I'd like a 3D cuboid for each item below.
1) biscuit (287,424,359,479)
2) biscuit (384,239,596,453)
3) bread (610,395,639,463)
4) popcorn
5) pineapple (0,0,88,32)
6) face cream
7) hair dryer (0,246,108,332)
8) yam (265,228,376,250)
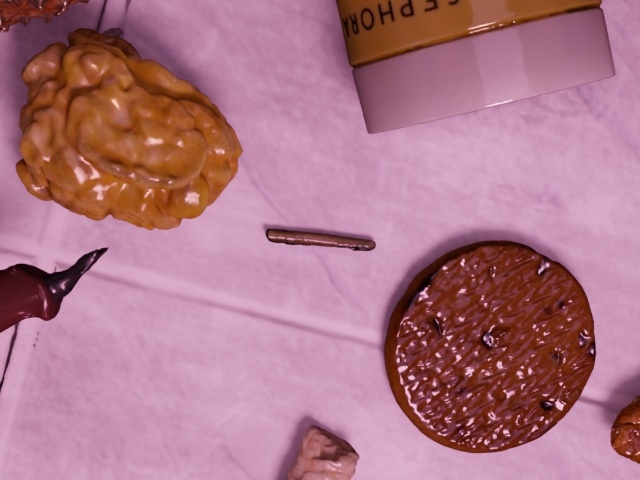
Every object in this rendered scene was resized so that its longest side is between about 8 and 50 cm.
[{"bbox_3d":[-0.034,0.282,1.051,0.061,0.055,0.219,28,89,-1],"label":"biscuit"},{"bbox_3d":[0.163,0.104,1.083,0.212,0.036,0.212,-1,95,-9],"label":"biscuit"},{"bbox_3d":[0.393,0.173,1.110,0.233,0.076,0.104,-16,85,-2],"label":"bread"},{"bbox_3d":[-0.174,-0.085,0.958,0.194,0.140,0.163,44,81,-9],"label":"popcorn"},{"bbox_3d":[-0.348,-0.188,0.901,0.365,0.165,0.165,-33,99,-10],"label":"pineapple"},{"bbox_3d":[0.124,-0.202,0.959,0.218,0.218,0.179,-15,96,-9],"label":"face cream"},{"bbox_3d":[-0.343,0.030,0.916,0.341,0.123,0.312,-22,90,8],"label":"hair dryer"},{"bbox_3d":[0.000,0.000,1.056,0.107,0.014,0.014,6,93,-11],"label":"yam"}]
